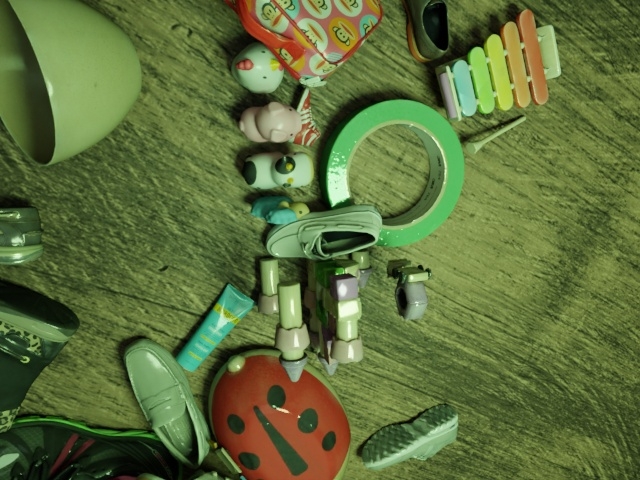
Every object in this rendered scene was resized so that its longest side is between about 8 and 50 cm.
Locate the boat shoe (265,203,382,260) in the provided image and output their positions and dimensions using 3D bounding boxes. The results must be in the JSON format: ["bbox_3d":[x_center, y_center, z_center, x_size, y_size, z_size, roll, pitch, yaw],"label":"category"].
[{"bbox_3d":[0.000,0.000,0.977,0.268,0.088,0.096,-10,130,17],"label":"boat shoe"}]

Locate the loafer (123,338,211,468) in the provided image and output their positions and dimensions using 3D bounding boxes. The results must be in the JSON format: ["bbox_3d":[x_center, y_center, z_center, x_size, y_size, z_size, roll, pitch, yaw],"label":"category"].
[{"bbox_3d":[-0.337,0.364,1.029,0.112,0.111,0.319,-28,106,-6],"label":"loafer"}]

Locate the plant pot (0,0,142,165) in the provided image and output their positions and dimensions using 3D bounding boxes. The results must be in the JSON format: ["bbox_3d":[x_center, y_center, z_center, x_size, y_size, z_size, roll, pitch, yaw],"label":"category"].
[{"bbox_3d":[-0.425,-0.290,0.783,0.191,0.284,0.284,-30,113,-41],"label":"plant pot"}]

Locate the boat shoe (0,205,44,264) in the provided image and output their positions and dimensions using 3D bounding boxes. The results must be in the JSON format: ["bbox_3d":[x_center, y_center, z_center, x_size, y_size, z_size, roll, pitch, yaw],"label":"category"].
[{"bbox_3d":[-0.703,-0.040,0.845,0.356,0.132,0.130,8,93,-24],"label":"boat shoe"}]

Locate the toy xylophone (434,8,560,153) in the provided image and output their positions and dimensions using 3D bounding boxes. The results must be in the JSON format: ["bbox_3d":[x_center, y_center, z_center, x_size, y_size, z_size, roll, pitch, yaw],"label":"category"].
[{"bbox_3d":[0.391,-0.339,1.018,0.323,0.081,0.236,-35,111,-15],"label":"toy xylophone"}]

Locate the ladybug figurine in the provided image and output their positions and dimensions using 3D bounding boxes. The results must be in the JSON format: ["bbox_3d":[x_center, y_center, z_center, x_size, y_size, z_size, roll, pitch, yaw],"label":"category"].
[{"bbox_3d":[-0.088,0.453,1.088,0.305,0.162,0.449,-35,109,-2],"label":"ladybug figurine"}]

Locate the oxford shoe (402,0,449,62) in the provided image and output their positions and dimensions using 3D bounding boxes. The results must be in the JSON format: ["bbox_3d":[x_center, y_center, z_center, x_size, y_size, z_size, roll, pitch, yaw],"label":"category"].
[{"bbox_3d":[0.215,-0.510,0.941,0.097,0.098,0.271,-23,108,-7],"label":"oxford shoe"}]

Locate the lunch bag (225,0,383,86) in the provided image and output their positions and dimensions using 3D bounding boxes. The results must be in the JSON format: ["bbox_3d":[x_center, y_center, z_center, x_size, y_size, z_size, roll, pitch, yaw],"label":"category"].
[{"bbox_3d":[-0.046,-0.439,0.836,0.293,0.120,0.258,45,60,-16],"label":"lunch bag"}]

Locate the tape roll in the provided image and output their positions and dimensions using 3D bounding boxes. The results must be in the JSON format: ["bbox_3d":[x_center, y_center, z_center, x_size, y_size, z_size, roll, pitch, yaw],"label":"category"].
[{"bbox_3d":[0.160,-0.148,1.036,0.321,0.077,0.321,-3,104,-12],"label":"tape roll"}]

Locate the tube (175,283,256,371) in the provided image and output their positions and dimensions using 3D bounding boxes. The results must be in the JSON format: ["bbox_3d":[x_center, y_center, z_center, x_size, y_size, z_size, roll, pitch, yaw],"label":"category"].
[{"bbox_3d":[-0.242,0.200,1.050,0.080,0.052,0.207,40,87,-26],"label":"tube"}]

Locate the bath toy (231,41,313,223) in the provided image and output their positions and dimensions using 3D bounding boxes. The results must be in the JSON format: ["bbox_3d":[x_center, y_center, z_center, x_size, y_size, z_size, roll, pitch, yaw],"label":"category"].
[{"bbox_3d":[-0.100,-0.212,0.915,0.152,0.129,0.348,-6,105,8],"label":"bath toy"}]

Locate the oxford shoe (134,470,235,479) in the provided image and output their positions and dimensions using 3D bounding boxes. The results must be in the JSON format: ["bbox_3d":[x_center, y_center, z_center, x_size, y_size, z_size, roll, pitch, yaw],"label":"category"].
[{"bbox_3d":[-0.205,0.564,0.977,0.449,0.130,0.169,27,132,-36],"label":"oxford shoe"}]

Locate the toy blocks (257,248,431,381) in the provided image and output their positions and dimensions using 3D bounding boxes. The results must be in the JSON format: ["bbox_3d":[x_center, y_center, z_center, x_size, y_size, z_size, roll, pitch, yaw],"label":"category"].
[{"bbox_3d":[0.037,0.175,0.983,0.309,0.288,0.260,-6,100,-14],"label":"toy blocks"}]

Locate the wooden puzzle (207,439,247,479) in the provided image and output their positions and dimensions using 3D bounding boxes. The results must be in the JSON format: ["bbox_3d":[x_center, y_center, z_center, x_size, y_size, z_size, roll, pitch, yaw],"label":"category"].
[{"bbox_3d":[-0.205,0.488,1.028,0.014,0.078,0.116,-37,89,-35],"label":"wooden puzzle"}]

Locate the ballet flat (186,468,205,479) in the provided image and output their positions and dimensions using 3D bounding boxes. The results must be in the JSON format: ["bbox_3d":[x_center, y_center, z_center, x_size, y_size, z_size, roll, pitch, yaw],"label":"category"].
[{"bbox_3d":[-0.192,0.686,1.141,0.139,0.139,0.400,-42,119,0],"label":"ballet flat"}]

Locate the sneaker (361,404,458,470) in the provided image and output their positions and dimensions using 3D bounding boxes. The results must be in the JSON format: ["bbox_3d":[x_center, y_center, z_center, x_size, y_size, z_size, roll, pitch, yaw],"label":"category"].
[{"bbox_3d":[0.247,0.548,1.222,0.281,0.105,0.115,-19,108,-8],"label":"sneaker"}]

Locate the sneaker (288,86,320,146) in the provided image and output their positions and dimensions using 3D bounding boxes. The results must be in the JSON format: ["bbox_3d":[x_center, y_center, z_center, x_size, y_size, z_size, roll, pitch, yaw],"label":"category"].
[{"bbox_3d":[-0.024,-0.259,0.980,0.067,0.042,0.118,14,108,-12],"label":"sneaker"}]

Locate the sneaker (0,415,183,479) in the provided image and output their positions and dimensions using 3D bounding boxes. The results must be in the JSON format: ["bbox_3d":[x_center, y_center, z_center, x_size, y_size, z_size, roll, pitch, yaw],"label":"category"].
[{"bbox_3d":[-0.539,0.500,0.971,0.483,0.202,0.185,6,102,-15],"label":"sneaker"}]

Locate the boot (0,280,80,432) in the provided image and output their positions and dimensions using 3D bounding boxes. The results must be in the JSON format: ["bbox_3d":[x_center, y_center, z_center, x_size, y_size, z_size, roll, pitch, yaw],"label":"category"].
[{"bbox_3d":[-0.713,0.199,0.893,0.377,0.138,0.284,28,96,-24],"label":"boot"}]
